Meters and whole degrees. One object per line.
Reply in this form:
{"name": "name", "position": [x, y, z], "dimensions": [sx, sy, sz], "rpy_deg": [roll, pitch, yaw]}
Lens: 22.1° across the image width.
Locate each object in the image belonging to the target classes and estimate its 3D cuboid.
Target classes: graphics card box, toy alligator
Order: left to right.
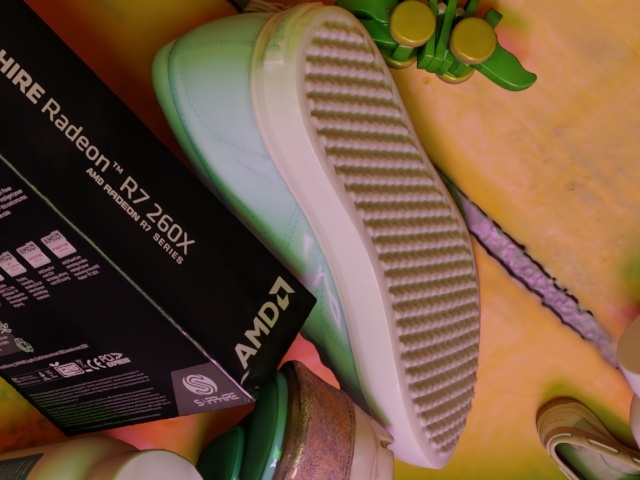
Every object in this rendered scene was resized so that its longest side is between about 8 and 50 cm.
{"name": "graphics card box", "position": [-0.205, -0.034, 1.008], "dimensions": [0.371, 0.094, 0.233], "rpy_deg": [47, 144, -20]}
{"name": "toy alligator", "position": [0.049, -0.141, 1.029], "dimensions": [0.190, 0.056, 0.051], "rpy_deg": [15, 76, -6]}

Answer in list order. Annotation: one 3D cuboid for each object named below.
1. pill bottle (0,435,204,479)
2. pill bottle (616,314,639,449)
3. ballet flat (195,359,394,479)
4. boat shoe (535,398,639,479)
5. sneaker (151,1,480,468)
{"name": "pill bottle", "position": [-0.178, 0.201, 1.130], "dimensions": [0.221, 0.124, 0.124], "rpy_deg": [-16, 123, 45]}
{"name": "pill bottle", "position": [0.289, 0.145, 1.140], "dimensions": [0.121, 0.121, 0.216], "rpy_deg": [-24, 116, 14]}
{"name": "ballet flat", "position": [-0.010, 0.148, 1.087], "dimensions": [0.106, 0.316, 0.107], "rpy_deg": [12, 75, -10]}
{"name": "boat shoe", "position": [0.219, 0.176, 1.200], "dimensions": [0.056, 0.048, 0.153], "rpy_deg": [-40, 111, 21]}
{"name": "sneaker", "position": [0.000, 0.000, 1.084], "dimensions": [0.150, 0.135, 0.366], "rpy_deg": [4, 130, 34]}
